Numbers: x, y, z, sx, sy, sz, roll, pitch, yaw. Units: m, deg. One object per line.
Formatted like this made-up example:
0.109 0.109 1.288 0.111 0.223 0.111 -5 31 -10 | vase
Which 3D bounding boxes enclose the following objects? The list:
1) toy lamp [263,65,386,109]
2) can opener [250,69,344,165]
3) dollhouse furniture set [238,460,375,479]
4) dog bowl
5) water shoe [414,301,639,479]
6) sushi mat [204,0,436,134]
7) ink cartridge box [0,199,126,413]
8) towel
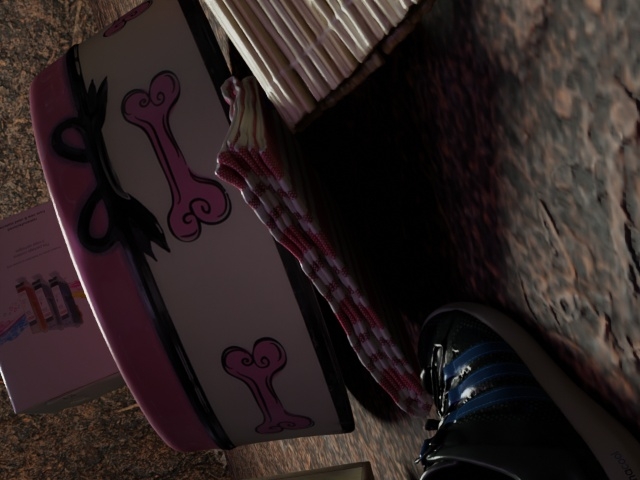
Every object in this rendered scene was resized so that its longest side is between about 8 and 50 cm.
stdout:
-0.034 -0.211 0.477 0.080 0.080 0.275 -152 43 -71 | toy lamp
-0.053 -0.179 0.580 0.074 0.093 0.280 -127 17 -65 | can opener
-0.013 0.326 0.772 0.212 0.161 0.242 -75 -27 -69 | dollhouse furniture set
-0.112 -0.003 0.784 0.408 0.150 0.408 160 90 -85 | dog bowl
0.075 0.088 0.424 0.203 0.080 0.073 -139 33 -65 | water shoe
-0.061 -0.211 0.431 0.316 0.019 0.151 56 138 7 | sushi mat
-0.243 0.064 0.877 0.128 0.127 0.176 95 153 -80 | ink cartridge box
0.000 0.000 0.543 0.197 0.029 0.144 56 -171 -24 | towel
